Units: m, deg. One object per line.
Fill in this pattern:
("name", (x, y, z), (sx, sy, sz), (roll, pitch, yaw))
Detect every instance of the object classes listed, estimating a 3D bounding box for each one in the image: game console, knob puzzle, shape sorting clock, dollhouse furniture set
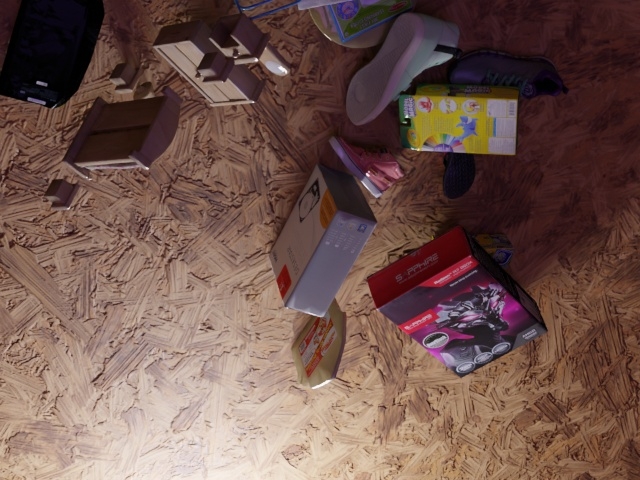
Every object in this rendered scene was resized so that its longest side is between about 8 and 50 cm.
("game console", (-0.553, -0.356, 1.719), (0.361, 0.044, 0.213), (14, 116, -24))
("knob puzzle", (0.010, 0.227, 2.170), (0.030, 0.213, 0.213), (21, 115, -26))
("shape sorting clock", (0.075, -0.440, 1.835), (0.206, 0.040, 0.206), (-6, 114, -14))
("dollhouse furniture set", (-0.239, -0.171, 1.732), (0.174, 0.303, 0.356), (42, 62, -39))

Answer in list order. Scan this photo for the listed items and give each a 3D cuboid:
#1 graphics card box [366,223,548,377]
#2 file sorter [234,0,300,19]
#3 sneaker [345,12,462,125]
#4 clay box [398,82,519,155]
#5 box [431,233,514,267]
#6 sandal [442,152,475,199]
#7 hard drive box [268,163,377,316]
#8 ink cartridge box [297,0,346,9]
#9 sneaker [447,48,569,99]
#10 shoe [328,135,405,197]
("graphics card box", (0.294, 0.137, 2.199), (0.232, 0.094, 0.371), (-31, 137, 18))
("file sorter", (-0.105, -0.451, 1.702), (0.118, 0.170, 0.104), (-20, 130, -2))
("sneaker", (0.159, -0.305, 1.921), (0.151, 0.094, 0.256), (-5, 145, -40))
("clay box", (0.263, -0.231, 1.980), (0.222, 0.053, 0.127), (5, 129, 13))
("box", (0.317, 0.024, 2.202), (0.168, 0.059, 0.054), (-2, 124, -14))
("sandal", (0.274, -0.171, 2.079), (0.067, 0.040, 0.179), (-5, 110, -19))
("hard drive box", (0.000, 0.000, 2.024), (0.089, 0.181, 0.232), (16, 116, -24))
("ink cartridge box", (0.031, -0.524, 1.757), (0.189, 0.066, 0.232), (-12, 127, -8))
("sneaker", (0.355, -0.307, 1.967), (0.223, 0.098, 0.083), (-4, 124, -13))
("shoe", (0.092, -0.161, 2.017), (0.081, 0.063, 0.178), (-38, 130, 10))
